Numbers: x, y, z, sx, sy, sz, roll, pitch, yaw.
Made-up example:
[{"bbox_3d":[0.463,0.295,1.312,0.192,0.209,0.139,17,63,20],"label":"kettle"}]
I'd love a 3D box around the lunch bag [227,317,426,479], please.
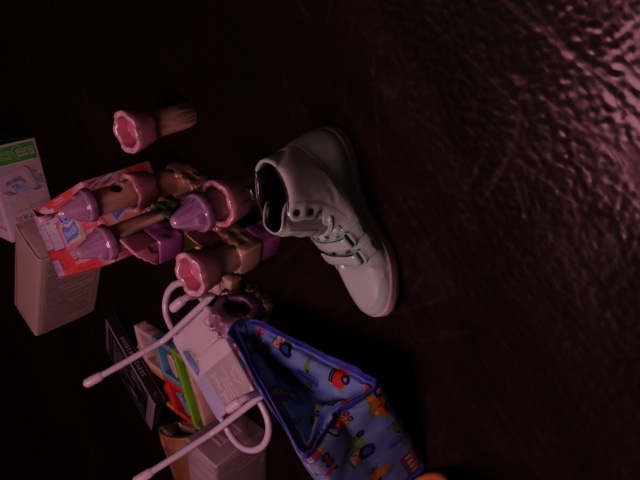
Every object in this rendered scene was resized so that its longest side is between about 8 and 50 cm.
[{"bbox_3d":[-0.017,0.236,0.952,0.293,0.138,0.221,31,156,48],"label":"lunch bag"}]

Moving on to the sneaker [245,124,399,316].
[{"bbox_3d":[0.000,0.000,0.802,0.094,0.151,0.256,-11,104,48],"label":"sneaker"}]

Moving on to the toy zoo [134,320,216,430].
[{"bbox_3d":[-0.318,0.284,1.389,0.293,0.030,0.192,14,122,50],"label":"toy zoo"}]

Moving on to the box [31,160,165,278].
[{"bbox_3d":[-0.420,-0.034,1.250,0.300,0.142,0.154,-14,100,50],"label":"box"}]

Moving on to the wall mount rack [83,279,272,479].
[{"bbox_3d":[-0.252,0.256,1.163,0.304,0.130,0.350,-42,72,27],"label":"wall mount rack"}]

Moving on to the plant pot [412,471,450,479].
[{"bbox_3d":[0.146,0.480,0.836,0.203,0.291,0.291,40,139,0],"label":"plant pot"}]

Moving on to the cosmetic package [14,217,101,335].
[{"bbox_3d":[-0.602,0.071,1.499,0.113,0.160,0.309,48,137,19],"label":"cosmetic package"}]

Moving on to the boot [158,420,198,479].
[{"bbox_3d":[-0.321,0.547,1.521,0.236,0.089,0.269,-5,106,41],"label":"boot"}]

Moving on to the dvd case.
[{"bbox_3d":[-0.433,0.307,1.512,0.239,0.029,0.179,52,148,20],"label":"dvd case"}]

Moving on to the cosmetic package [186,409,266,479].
[{"bbox_3d":[-0.181,0.462,1.279,0.107,0.127,0.238,26,130,37],"label":"cosmetic package"}]

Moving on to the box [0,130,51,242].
[{"bbox_3d":[-0.781,-0.141,1.606,0.262,0.127,0.231,15,120,41],"label":"box"}]

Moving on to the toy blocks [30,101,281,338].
[{"bbox_3d":[-0.237,-0.002,0.975,0.288,0.260,0.309,36,134,29],"label":"toy blocks"}]
